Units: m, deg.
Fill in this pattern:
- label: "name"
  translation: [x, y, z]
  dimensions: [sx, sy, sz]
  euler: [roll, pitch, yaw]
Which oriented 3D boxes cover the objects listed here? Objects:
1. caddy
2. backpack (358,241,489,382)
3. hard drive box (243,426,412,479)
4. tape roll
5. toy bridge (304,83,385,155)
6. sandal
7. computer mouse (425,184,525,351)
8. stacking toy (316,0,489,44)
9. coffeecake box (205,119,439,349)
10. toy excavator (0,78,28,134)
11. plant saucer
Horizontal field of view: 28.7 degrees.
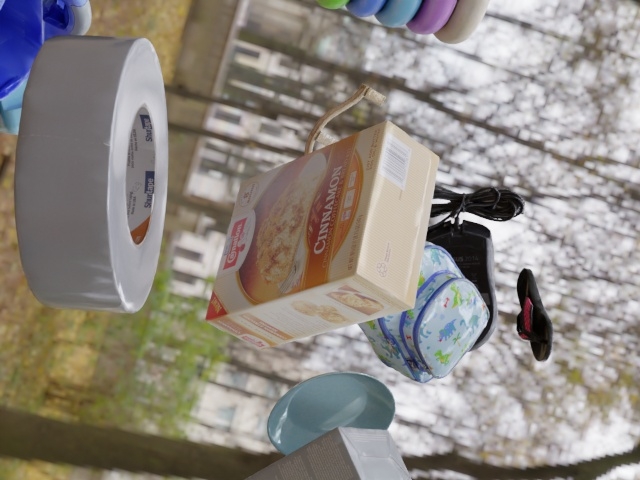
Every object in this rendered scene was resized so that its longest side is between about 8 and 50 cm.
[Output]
- label: "caddy"
  translation: [-0.321, -0.282, 1.330]
  dimensions: [0.241, 0.179, 0.341]
  euler: [-57, -176, -16]
- label: "backpack"
  translation: [0.088, 0.058, 1.102]
  dimensions: [0.105, 0.114, 0.084]
  euler: [-49, -144, -17]
- label: "hard drive box"
  translation: [-0.012, 0.361, 1.798]
  dimensions: [0.181, 0.232, 0.089]
  euler: [20, 42, -61]
- label: "tape roll"
  translation: [-0.176, -0.053, 0.993]
  dimensions: [0.219, 0.072, 0.219]
  euler: [3, 90, -85]
- label: "toy bridge"
  translation: [0.015, -0.135, 1.734]
  dimensions: [0.188, 0.063, 0.026]
  euler: [-58, -156, 7]
- label: "sandal"
  translation: [0.319, 0.116, 1.929]
  dimensions: [0.179, 0.040, 0.067]
  euler: [-100, -158, -44]
- label: "computer mouse"
  translation: [0.238, 0.048, 2.061]
  dimensions: [0.072, 0.188, 0.272]
  euler: [16, 76, -83]
- label: "stacking toy"
  translation: [0.011, -0.302, 1.310]
  dimensions: [0.141, 0.330, 0.141]
  euler: [-172, -90, -74]
- label: "coffeecake box"
  translation: [0.000, 0.000, 1.035]
  dimensions: [0.185, 0.068, 0.142]
  euler: [-20, -131, 44]
- label: "toy excavator"
  translation: [-0.621, -0.230, 2.321]
  dimensions: [0.222, 0.432, 0.445]
  euler: [9, -67, 64]
- label: "plant saucer"
  translation: [0.013, 0.251, 1.849]
  dimensions: [0.037, 0.195, 0.195]
  euler: [-108, -149, -49]
